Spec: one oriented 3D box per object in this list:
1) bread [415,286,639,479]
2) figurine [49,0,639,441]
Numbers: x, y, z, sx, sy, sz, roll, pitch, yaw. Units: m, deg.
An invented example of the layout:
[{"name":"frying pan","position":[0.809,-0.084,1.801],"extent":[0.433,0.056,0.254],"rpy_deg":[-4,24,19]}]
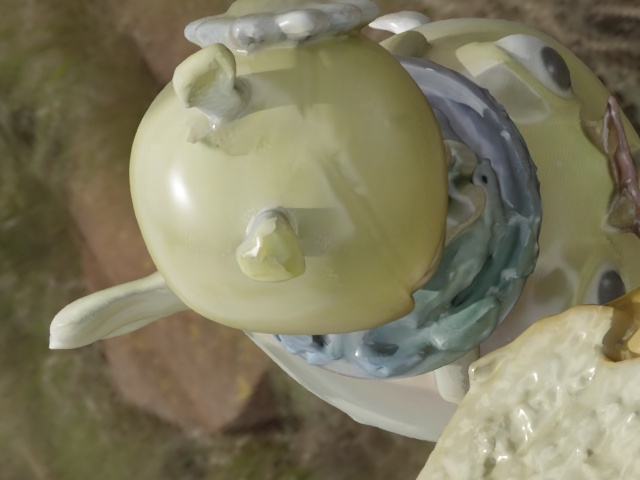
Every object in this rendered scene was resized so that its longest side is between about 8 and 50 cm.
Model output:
[{"name":"bread","position":[0.141,0.122,0.644],"extent":[0.183,0.211,0.224],"rpy_deg":[5,159,40]},{"name":"figurine","position":[0.000,0.000,0.809],"extent":[0.394,0.274,0.226],"rpy_deg":[21,-129,-76]}]
